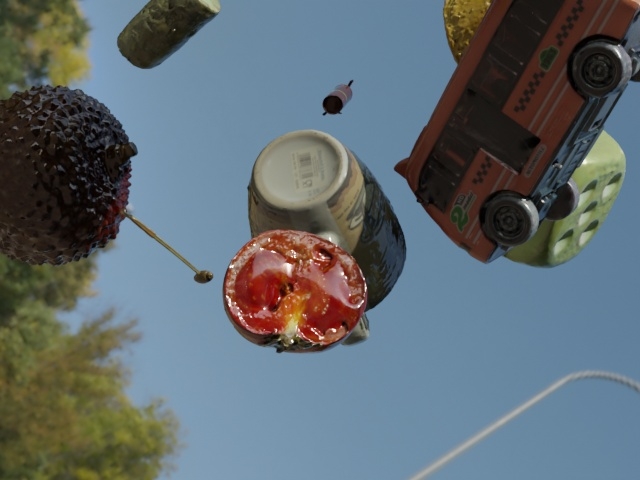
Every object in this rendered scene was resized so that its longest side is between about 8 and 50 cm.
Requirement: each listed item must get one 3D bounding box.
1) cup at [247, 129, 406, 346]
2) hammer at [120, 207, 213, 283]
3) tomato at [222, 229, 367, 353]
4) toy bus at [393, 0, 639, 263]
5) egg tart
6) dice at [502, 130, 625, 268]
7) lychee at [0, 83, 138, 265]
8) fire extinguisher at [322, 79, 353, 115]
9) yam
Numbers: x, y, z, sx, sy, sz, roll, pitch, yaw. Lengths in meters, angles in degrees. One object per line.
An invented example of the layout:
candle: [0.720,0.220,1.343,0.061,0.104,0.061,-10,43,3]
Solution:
cup: [0.000,0.000,1.642,0.257,0.227,0.301,63,10,-58]
hammer: [-0.159,0.006,1.180,0.029,0.014,0.123,-16,-50,46]
tomato: [-0.030,0.067,1.282,0.091,0.159,0.139,102,-6,-66]
toy bus: [0.290,-0.191,1.577,0.233,0.203,0.427,38,-60,18]
egg tart: [0.310,-0.345,1.892,0.147,0.202,0.203,-22,-83,30]
dice: [0.408,-0.112,2.185,0.252,0.254,0.250,35,-59,29]
lychee: [-0.418,-0.101,1.765,0.304,0.276,0.276,-14,-73,21]
fire extinguisher: [0.034,-0.257,2.071,0.039,0.132,0.056,34,-69,-1]
yam: [-0.295,-0.417,2.197,0.194,0.107,0.107,-38,-104,20]
